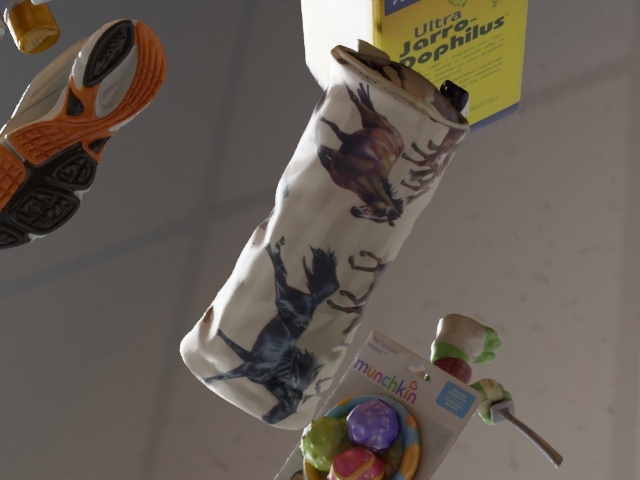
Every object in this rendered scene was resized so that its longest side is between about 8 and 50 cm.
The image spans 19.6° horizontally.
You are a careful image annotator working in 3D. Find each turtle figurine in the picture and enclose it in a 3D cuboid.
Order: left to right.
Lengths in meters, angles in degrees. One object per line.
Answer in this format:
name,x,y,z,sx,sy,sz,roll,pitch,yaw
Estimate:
turtle figurine,0.138,0.215,1.842,0.275,0.197,0.266,-2,-148,20

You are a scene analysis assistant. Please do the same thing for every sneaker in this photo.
sneaker,-0.252,-0.093,1.710,0.262,0.099,0.121,-50,-155,-21

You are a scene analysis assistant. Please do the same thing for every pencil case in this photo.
pencil case,0.000,0.000,1.909,0.410,0.160,0.183,-62,-167,17

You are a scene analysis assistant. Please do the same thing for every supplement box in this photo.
supplement box,0.103,-0.273,2.073,0.195,0.356,0.194,-26,-118,-12

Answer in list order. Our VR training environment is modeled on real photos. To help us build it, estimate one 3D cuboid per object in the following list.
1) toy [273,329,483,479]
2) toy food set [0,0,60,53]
toy,0.018,0.196,1.579,0.137,0.056,0.237,30,-93,38
toy food set,-0.272,-0.250,1.510,0.111,0.232,0.104,-22,-114,-14
